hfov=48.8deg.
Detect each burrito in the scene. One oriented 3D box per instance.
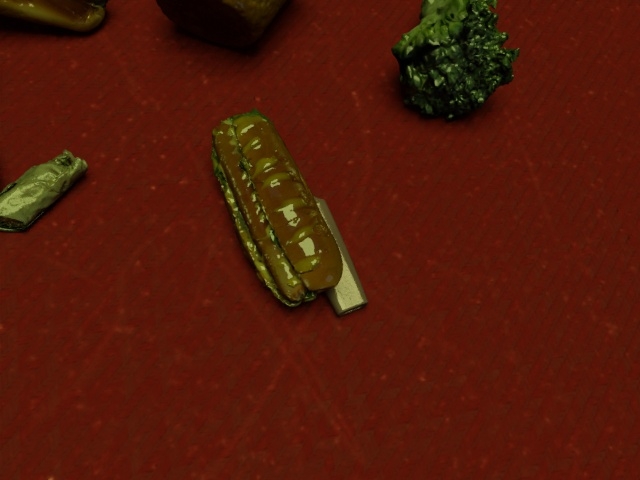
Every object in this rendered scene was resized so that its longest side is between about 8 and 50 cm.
[{"bbox_3d":[-0.356,-0.057,0.871,0.055,0.041,0.149,42,69,15],"label":"burrito"}]

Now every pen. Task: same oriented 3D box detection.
[{"bbox_3d":[0.000,0.000,0.884,0.053,0.032,0.197,-19,71,-13],"label":"pen"}]

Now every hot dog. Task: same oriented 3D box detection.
[{"bbox_3d":[-0.411,-0.354,0.948,0.249,0.100,0.068,10,33,-27],"label":"hot dog"},{"bbox_3d":[-0.065,-0.042,0.862,0.072,0.115,0.269,-5,57,-46],"label":"hot dog"}]

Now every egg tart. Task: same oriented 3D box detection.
[{"bbox_3d":[-0.124,-0.373,0.964,0.215,0.215,0.171,17,79,3],"label":"egg tart"}]

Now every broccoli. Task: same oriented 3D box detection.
[{"bbox_3d":[0.196,-0.317,1.010,0.165,0.145,0.304,-15,48,30],"label":"broccoli"}]
